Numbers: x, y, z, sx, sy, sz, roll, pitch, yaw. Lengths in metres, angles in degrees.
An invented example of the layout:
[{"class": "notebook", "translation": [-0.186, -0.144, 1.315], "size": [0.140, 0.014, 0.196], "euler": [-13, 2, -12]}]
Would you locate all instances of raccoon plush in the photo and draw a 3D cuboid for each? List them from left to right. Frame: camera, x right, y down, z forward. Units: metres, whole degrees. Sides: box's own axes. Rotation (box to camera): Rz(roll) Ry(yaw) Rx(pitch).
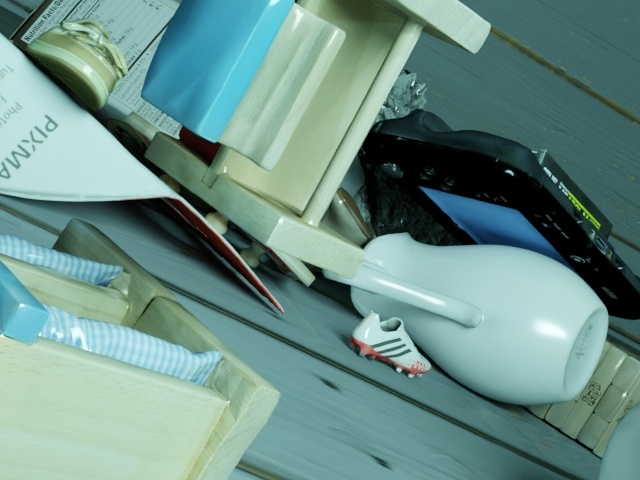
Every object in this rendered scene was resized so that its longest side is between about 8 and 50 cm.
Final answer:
[{"class": "raccoon plush", "translation": [0.091, 0.009, 1.428], "size": [0.299, 0.216, 0.446], "euler": [43, 33, -14]}]

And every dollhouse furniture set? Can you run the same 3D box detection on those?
[{"class": "dollhouse furniture set", "translation": [-0.074, -0.024, 0.359], "size": [0.129, 0.184, 0.129], "euler": [24, 7, -44]}]

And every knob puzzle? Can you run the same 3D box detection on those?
[{"class": "knob puzzle", "translation": [-0.084, -0.025, 0.963], "size": [0.213, 0.030, 0.213], "euler": [43, -5, 4]}]

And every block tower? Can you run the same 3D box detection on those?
[{"class": "block tower", "translation": [0.296, 0.165, 1.083], "size": [0.335, 0.091, 0.097], "euler": [32, 5, 25]}]

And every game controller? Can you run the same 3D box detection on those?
[{"class": "game controller", "translation": [0.167, -0.011, 1.071], "size": [0.166, 0.067, 0.319], "euler": [28, -6, 41]}]

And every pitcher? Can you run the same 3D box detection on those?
[{"class": "pitcher", "translation": [0.116, 0.056, 1.027], "size": [0.207, 0.126, 0.177], "euler": [21, 7, 30]}]

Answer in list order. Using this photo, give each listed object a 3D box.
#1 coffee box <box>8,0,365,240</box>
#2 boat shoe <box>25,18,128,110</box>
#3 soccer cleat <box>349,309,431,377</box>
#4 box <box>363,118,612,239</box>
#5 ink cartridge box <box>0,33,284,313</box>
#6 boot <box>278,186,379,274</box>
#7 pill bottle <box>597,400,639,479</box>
[{"class": "coffee box", "translation": [-0.119, -0.118, 1.151], "size": [0.297, 0.119, 0.168], "euler": [32, -14, 22]}, {"class": "boat shoe", "translation": [-0.144, -0.115, 0.769], "size": [0.056, 0.048, 0.153], "euler": [43, -3, -14]}, {"class": "soccer cleat", "translation": [0.057, 0.076, 0.925], "size": [0.083, 0.036, 0.029], "euler": [25, 7, -39]}, {"class": "box", "translation": [0.165, -0.050, 1.216], "size": [0.190, 0.045, 0.184], "euler": [15, -15, 38]}, {"class": "ink cartridge box", "translation": [-0.226, -0.085, 0.892], "size": [0.385, 0.091, 0.308], "euler": [46, -6, -34]}, {"class": "boot", "translation": [0.000, 0.000, 1.078], "size": [0.118, 0.087, 0.042], "euler": [48, 20, -61]}, {"class": "pill bottle", "translation": [0.263, 0.111, 0.524], "size": [0.169, 0.169, 0.301], "euler": [27, -24, -23]}]
